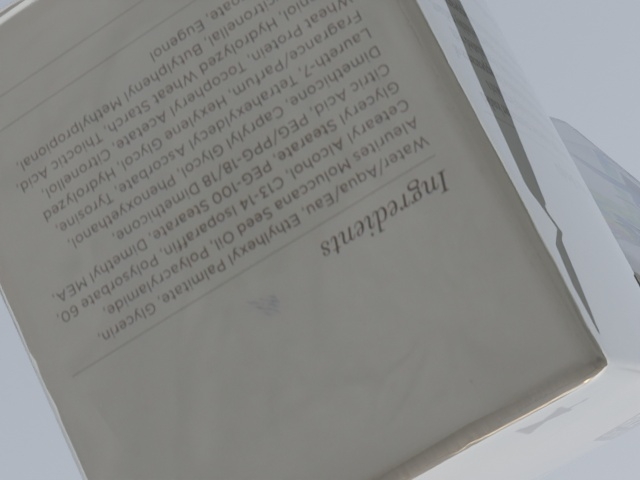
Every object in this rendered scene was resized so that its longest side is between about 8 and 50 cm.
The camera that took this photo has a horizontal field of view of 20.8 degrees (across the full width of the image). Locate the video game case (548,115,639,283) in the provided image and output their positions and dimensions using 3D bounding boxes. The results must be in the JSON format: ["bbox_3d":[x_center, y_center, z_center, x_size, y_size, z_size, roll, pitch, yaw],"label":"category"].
[{"bbox_3d":[0.211,0.008,1.148,0.329,0.300,0.036,43,-73,26],"label":"video game case"}]

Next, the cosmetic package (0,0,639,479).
[{"bbox_3d":[0.000,0.000,0.548,0.151,0.151,0.184,-30,-107,15],"label":"cosmetic package"}]
